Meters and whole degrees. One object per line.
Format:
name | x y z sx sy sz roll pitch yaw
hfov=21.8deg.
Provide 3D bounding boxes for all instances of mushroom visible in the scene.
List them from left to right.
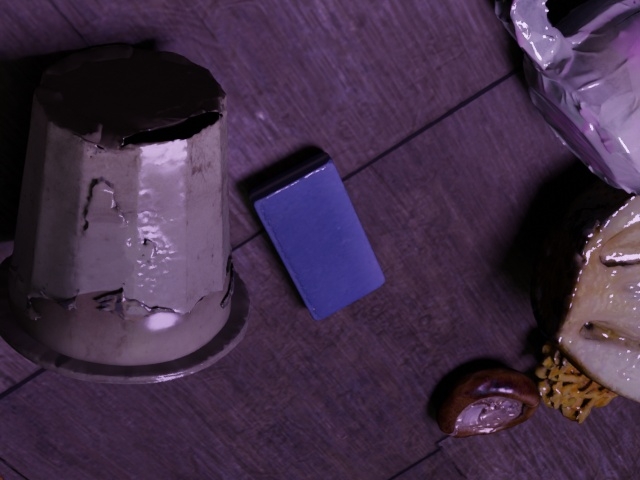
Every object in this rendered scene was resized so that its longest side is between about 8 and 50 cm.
mushroom | 0.182 0.176 1.823 0.123 0.052 0.123 -7 150 -4

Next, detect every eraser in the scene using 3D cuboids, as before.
eraser | 0.000 0.000 1.523 0.082 0.036 0.225 -29 143 -1

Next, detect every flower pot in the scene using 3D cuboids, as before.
flower pot | -0.149 -0.025 1.276 0.212 0.212 0.203 -10 131 -24

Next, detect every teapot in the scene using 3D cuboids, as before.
teapot | 0.266 -0.169 1.448 0.178 0.221 0.163 -41 -179 -1

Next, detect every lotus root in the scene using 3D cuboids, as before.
lotus root | 0.328 0.037 1.655 0.260 0.149 0.267 -8 110 -16

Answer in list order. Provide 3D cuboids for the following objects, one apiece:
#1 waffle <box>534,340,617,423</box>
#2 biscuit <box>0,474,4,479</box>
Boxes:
waffle | 0.349 0.113 1.848 0.245 0.052 0.254 -30 151 0
biscuit | -0.328 0.265 1.608 0.064 0.034 0.199 -21 142 -11
